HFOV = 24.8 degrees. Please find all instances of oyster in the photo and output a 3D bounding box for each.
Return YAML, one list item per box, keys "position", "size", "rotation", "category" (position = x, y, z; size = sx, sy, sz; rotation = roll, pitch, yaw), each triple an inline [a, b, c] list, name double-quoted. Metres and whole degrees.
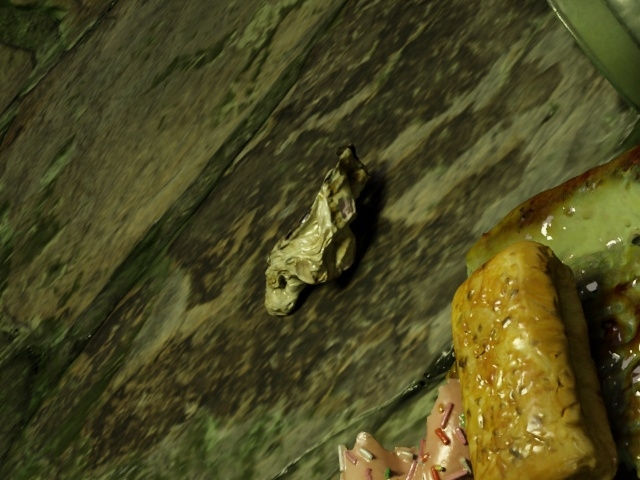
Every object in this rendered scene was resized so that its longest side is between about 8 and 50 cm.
- position: [0.000, 0.000, 1.514]
  size: [0.191, 0.081, 0.163]
  rotation: [-53, 3, 29]
  category: "oyster"

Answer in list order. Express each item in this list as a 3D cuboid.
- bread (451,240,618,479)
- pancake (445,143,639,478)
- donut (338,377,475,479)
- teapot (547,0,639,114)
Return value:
- position: [0.156, 0.106, 1.111]
  size: [0.114, 0.083, 0.211]
  rotation: [-43, 38, 37]
  category: "bread"
- position: [0.248, 0.040, 1.137]
  size: [0.305, 0.067, 0.426]
  rotation: [-58, 33, -4]
  category: "pancake"
- position: [0.085, 0.190, 1.186]
  size: [0.166, 0.065, 0.117]
  rotation: [-46, 43, 29]
  category: "donut"
- position: [0.339, -0.267, 1.145]
  size: [0.337, 0.270, 0.200]
  rotation: [-38, 65, 21]
  category: "teapot"
